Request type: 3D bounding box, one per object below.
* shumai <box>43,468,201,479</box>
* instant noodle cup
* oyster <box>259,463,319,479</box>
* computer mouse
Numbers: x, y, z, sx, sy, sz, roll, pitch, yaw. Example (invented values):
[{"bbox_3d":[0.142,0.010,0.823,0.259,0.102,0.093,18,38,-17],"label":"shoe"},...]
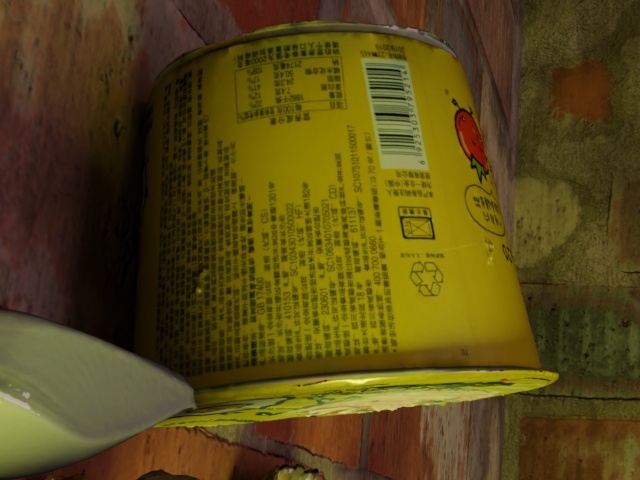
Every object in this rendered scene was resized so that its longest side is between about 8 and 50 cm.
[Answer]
[{"bbox_3d":[-0.129,0.219,0.690,0.105,0.123,0.139,21,83,-60],"label":"shumai"},{"bbox_3d":[0.000,0.000,0.812,0.325,0.326,0.254,29,54,-70],"label":"instant noodle cup"},{"bbox_3d":[-0.043,0.315,1.012,0.223,0.083,0.214,21,73,-77],"label":"oyster"},{"bbox_3d":[-0.160,0.089,0.574,0.231,0.128,0.079,34,57,-65],"label":"computer mouse"}]
